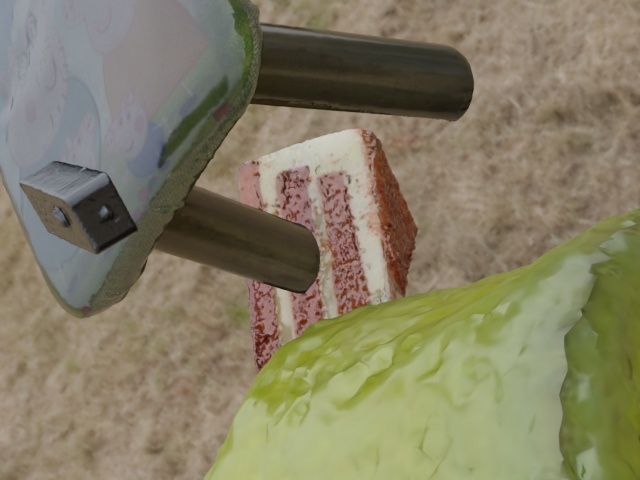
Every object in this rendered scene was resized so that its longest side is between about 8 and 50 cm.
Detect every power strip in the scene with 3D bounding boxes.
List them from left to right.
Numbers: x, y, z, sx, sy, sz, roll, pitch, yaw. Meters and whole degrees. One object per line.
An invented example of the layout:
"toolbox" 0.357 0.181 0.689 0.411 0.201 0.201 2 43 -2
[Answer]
"power strip" -0.134 -0.019 0.593 0.029 0.038 0.111 -34 21 -20

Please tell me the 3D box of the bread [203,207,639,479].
"bread" 0.135 0.155 0.601 0.308 0.348 0.348 -40 31 44

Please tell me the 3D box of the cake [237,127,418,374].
"cake" 0.000 0.000 1.044 0.158 0.159 0.262 -19 18 13

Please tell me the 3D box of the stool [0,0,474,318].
"stool" -0.094 -0.137 0.811 0.310 0.226 0.310 -49 56 39
